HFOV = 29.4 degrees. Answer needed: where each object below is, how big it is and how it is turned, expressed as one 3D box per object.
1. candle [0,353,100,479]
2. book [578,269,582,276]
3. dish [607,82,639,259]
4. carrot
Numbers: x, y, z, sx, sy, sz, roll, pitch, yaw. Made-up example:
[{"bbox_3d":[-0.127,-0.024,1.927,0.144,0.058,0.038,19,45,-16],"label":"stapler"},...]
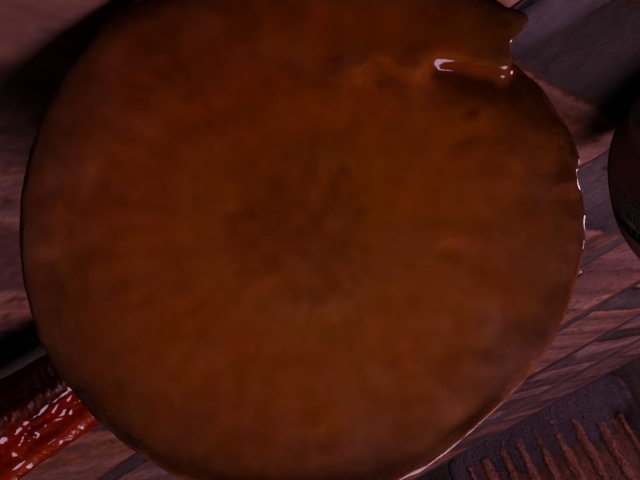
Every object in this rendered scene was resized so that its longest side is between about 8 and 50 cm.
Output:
[{"bbox_3d":[-0.171,0.101,0.675,0.301,0.059,0.084,-36,175,11],"label":"candle"},{"bbox_3d":[0.160,0.096,1.267,0.157,0.026,0.231,-20,163,-22],"label":"book"},{"bbox_3d":[0.270,-0.067,0.750,0.213,0.213,0.090,-30,131,12],"label":"dish"},{"bbox_3d":[0.000,0.000,0.523,0.196,0.196,0.254,-27,175,1],"label":"carrot"}]
